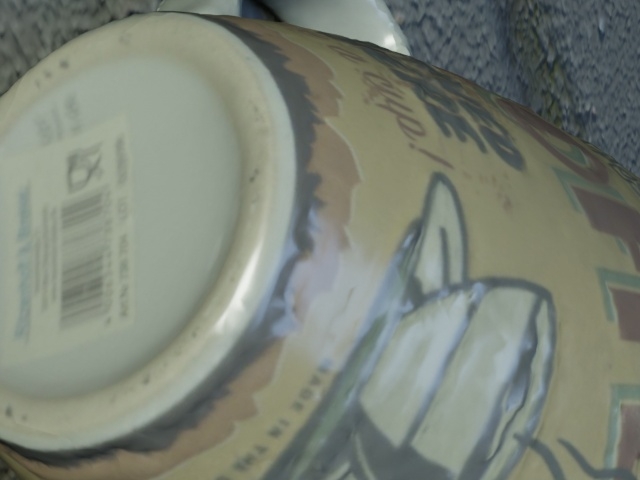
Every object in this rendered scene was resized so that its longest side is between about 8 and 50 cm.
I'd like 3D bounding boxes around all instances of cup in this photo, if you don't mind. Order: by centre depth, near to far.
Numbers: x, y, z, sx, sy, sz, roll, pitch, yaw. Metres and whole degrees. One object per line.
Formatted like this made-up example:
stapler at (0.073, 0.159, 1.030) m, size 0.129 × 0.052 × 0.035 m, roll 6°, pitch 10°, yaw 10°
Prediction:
cup at (0.000, 0.000, 0.671) m, size 0.257 × 0.227 × 0.301 m, roll 36°, pitch 36°, yaw -50°
